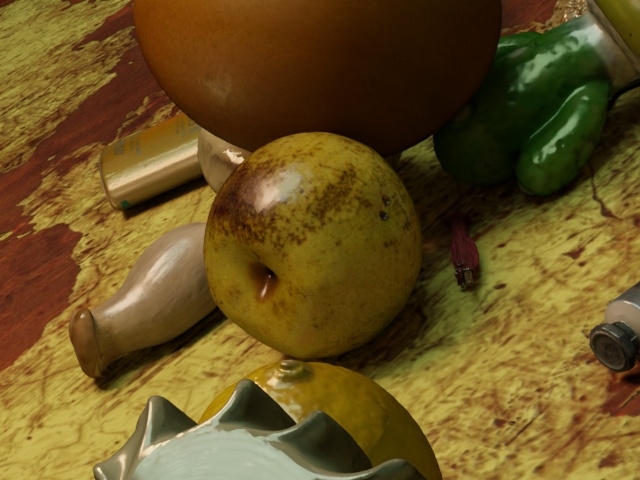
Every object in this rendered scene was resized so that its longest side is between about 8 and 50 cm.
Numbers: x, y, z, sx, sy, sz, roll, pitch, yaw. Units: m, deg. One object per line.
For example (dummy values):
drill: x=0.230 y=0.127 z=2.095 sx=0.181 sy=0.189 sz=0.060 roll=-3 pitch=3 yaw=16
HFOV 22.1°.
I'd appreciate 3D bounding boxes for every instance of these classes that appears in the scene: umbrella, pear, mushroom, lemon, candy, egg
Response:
umbrella: x=0.130 y=0.009 z=1.498 sx=0.027 sy=0.025 sz=0.165 roll=-39 pitch=18 yaw=16
pear: x=0.000 y=0.000 z=1.441 sx=0.197 sy=0.197 sz=0.197 roll=-21 pitch=24 yaw=10
mushroom: x=-0.158 y=0.053 z=1.610 sx=0.212 sy=0.088 sz=0.097 roll=-39 pitch=17 yaw=-15
lemon: x=-0.005 y=0.170 z=1.091 sx=0.178 sy=0.203 sz=0.178 roll=-7 pitch=21 yaw=3
candy: x=0.298 y=-0.224 z=1.737 sx=0.095 sy=0.085 sz=0.110 roll=9 pitch=10 yaw=-30
egg: x=-0.005 y=-0.212 z=1.545 sx=0.351 sy=0.282 sz=0.282 roll=9 pitch=36 yaw=18

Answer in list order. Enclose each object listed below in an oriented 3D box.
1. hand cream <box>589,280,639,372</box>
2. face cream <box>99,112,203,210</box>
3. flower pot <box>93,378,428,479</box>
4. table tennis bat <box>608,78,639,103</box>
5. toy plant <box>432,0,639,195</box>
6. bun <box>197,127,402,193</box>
hand cream: x=0.307 y=0.017 z=1.279 sx=0.256 sy=0.055 sz=0.088 roll=-36 pitch=18 yaw=-28
face cream: x=-0.125 y=-0.128 z=1.967 sx=0.285 sy=0.067 sz=0.139 roll=-23 pitch=27 yaw=5
flower pot: x=-0.063 y=0.270 z=0.883 sx=0.254 sy=0.164 sz=0.367 roll=27 pitch=74 yaw=27
table tennis bat: x=0.280 y=-0.149 z=1.690 sx=0.156 sy=0.013 sz=0.087 roll=-22 pitch=24 yaw=10
toy plant: x=0.249 y=-0.160 z=1.597 sx=0.316 sy=0.184 sz=0.224 roll=-35 pitch=40 yaw=13
bun: x=-0.015 y=-0.096 z=1.721 sx=0.222 sy=0.127 sz=0.222 roll=-8 pitch=49 yaw=9
